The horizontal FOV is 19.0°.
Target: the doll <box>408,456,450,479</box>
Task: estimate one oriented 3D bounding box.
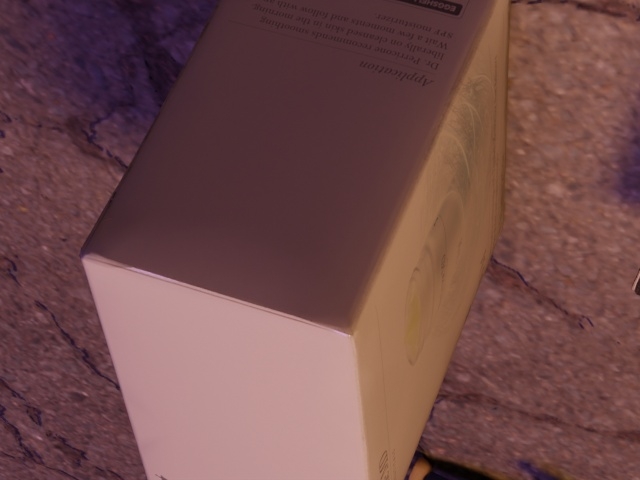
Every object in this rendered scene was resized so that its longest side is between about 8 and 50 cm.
[{"bbox_3d":[0.152,0.206,1.346,0.189,0.046,0.129,16,149,17],"label":"doll"}]

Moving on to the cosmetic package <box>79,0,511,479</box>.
[{"bbox_3d":[0.000,0.000,0.964,0.138,0.225,0.224,17,149,15],"label":"cosmetic package"}]

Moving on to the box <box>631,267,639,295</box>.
[{"bbox_3d":[0.280,-0.024,0.884,0.216,0.060,0.270,20,150,8],"label":"box"}]
